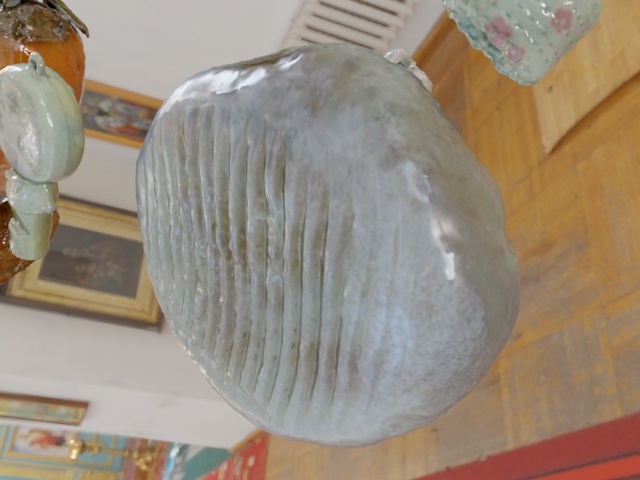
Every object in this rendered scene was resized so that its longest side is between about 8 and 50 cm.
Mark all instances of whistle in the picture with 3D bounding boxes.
[{"bbox_3d":[-0.310,-0.086,0.728,0.126,0.067,0.258,41,129,26],"label":"whistle"}]

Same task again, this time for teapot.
[{"bbox_3d":[0.205,-0.421,1.851,0.178,0.222,0.163,-55,24,-3],"label":"teapot"}]

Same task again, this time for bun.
[{"bbox_3d":[0.000,0.000,0.586,0.211,0.362,0.362,-30,-25,-47],"label":"bun"}]

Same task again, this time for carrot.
[{"bbox_3d":[-0.454,-0.261,1.002,0.214,0.193,0.331,-58,-12,-55],"label":"carrot"}]

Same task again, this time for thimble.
[{"bbox_3d":[0.279,-0.340,0.958,0.149,0.185,0.211,-45,44,14],"label":"thimble"}]

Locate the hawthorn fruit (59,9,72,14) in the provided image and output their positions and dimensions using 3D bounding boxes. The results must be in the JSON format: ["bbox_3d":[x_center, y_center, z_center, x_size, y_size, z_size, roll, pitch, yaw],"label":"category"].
[{"bbox_3d":[-0.594,-0.425,1.421,0.200,0.179,0.179,-43,29,16],"label":"hawthorn fruit"}]

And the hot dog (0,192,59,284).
[{"bbox_3d":[-0.634,0.017,1.112,0.267,0.388,0.174,-8,101,56],"label":"hot dog"}]
